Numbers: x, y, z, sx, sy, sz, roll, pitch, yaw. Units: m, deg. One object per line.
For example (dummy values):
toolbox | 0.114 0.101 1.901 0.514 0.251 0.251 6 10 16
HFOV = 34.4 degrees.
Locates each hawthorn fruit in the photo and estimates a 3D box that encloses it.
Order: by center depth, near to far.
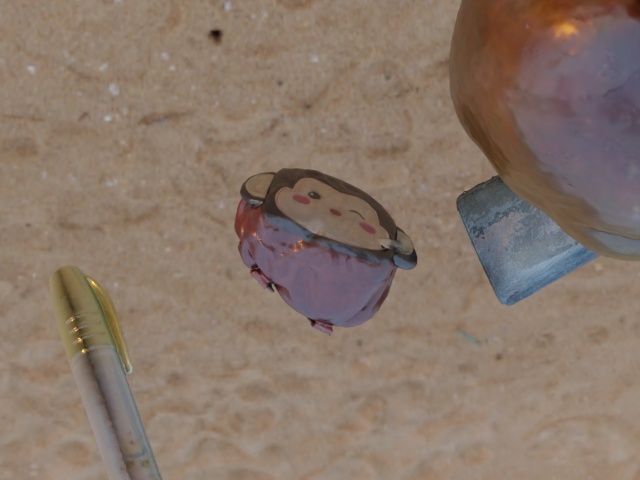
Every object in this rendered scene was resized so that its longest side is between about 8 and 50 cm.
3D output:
hawthorn fruit | 0.212 -0.131 0.692 0.267 0.268 0.301 -15 163 13

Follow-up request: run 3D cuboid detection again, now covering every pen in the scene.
pen | -0.122 0.112 0.640 0.040 0.233 0.032 -15 151 -23

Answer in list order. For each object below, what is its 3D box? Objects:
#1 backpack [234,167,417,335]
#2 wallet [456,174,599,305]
backpack | 0.001 -0.002 1.247 0.229 0.229 0.139 13 119 -26
wallet | 0.379 -0.068 1.467 0.379 0.191 0.046 -32 153 27
